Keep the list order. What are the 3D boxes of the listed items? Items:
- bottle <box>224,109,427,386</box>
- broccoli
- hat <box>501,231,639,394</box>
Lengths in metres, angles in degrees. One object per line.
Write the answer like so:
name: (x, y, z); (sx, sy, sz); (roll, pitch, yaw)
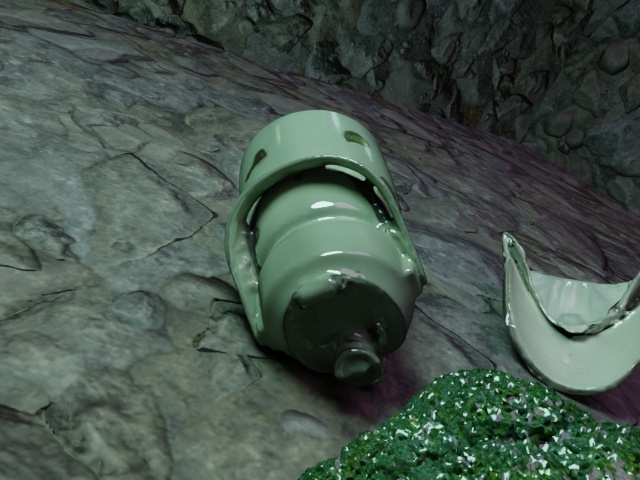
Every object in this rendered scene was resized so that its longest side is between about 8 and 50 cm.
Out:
bottle: (0.000, 0.000, 0.674); (0.228, 0.229, 0.352); (17, 33, -17)
broccoli: (0.101, 0.201, 0.362); (0.269, 0.261, 0.242); (54, 22, -49)
hat: (0.401, 0.125, 0.900); (0.257, 0.168, 0.301); (9, 43, 21)
